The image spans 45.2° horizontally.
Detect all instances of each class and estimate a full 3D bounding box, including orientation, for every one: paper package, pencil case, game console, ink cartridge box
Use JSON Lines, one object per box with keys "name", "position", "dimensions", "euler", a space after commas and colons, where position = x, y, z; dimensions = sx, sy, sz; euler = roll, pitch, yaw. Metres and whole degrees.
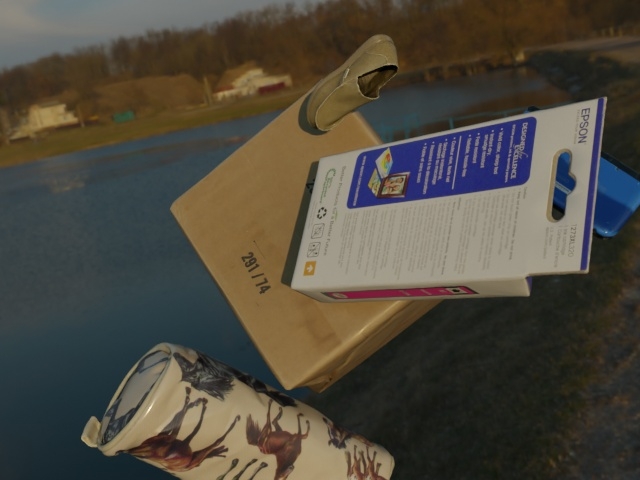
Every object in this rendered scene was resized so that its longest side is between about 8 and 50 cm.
{"name": "paper package", "position": [0.000, 0.000, 1.079], "dimensions": [0.309, 0.325, 0.168], "euler": [-38, -18, 5]}
{"name": "pencil case", "position": [-0.100, 0.285, 1.038], "dimensions": [0.183, 0.410, 0.160], "euler": [-53, 25, 8]}
{"name": "game console", "position": [0.508, -0.126, 1.584], "dimensions": [0.250, 0.293, 0.173], "euler": [-45, -19, -23]}
{"name": "ink cartridge box", "position": [0.128, -0.029, 0.817], "dimensions": [0.069, 0.175, 0.371], "euler": [28, -24, -38]}

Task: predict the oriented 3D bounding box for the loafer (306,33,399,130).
{"name": "loafer", "position": [0.039, -0.187, 0.946], "dimensions": [0.056, 0.050, 0.148], "euler": [17, -55, -44]}
